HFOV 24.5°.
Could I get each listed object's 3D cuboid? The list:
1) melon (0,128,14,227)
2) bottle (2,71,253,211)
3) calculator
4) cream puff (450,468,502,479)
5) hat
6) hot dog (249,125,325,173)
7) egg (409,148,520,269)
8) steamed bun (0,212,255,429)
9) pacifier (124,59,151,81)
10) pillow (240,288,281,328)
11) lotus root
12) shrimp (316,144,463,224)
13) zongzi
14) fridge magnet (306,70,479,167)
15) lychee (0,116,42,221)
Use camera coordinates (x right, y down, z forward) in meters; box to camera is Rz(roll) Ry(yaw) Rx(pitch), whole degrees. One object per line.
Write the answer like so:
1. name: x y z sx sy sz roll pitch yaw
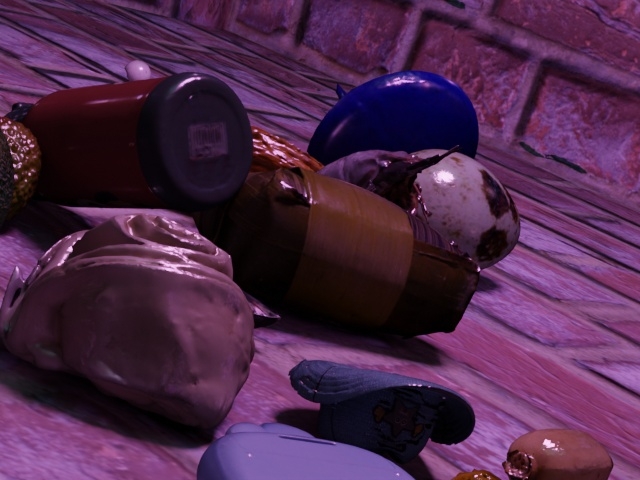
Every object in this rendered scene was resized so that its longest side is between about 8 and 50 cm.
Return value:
1. melon: -0.354 -0.046 1.240 0.182 0.182 0.288 18 11 -3
2. bottle: -0.233 -0.105 1.612 0.336 0.144 0.144 2 -3 45
3. calculator: 0.014 0.197 1.038 0.188 0.042 0.302 11 17 -29
4. cream puff: 0.126 0.206 1.121 0.083 0.058 0.083 23 11 10
5. hat: 0.045 0.149 1.236 0.138 0.078 0.191 23 -9 -22
6. hot dog: -0.083 -0.082 1.947 0.272 0.122 0.196 15 0 -8
7. egg: 0.176 -0.034 2.009 0.231 0.169 0.169 19 10 -35
8. steamed bun: -0.149 0.047 1.219 0.211 0.144 0.218 19 11 4
9. pacifier: -0.293 -0.224 2.295 0.150 0.117 0.127 30 42 29
10. pillow: -0.123 0.059 1.434 0.150 0.048 0.090 10 17 -24
11. lotus root: 0.205 0.194 1.284 0.073 0.062 0.150 28 14 39
12. shrimp: 0.066 -0.042 1.735 0.116 0.145 0.343 -2 -13 -28
13. zongzi: 0.000 0.000 1.668 0.289 0.154 0.317 21 6 -22
14. fridge magnet: 0.100 -0.128 2.091 0.265 0.265 0.113 11 33 -31
15. lychee: -0.348 -0.077 1.550 0.114 0.114 0.146 12 36 -29
